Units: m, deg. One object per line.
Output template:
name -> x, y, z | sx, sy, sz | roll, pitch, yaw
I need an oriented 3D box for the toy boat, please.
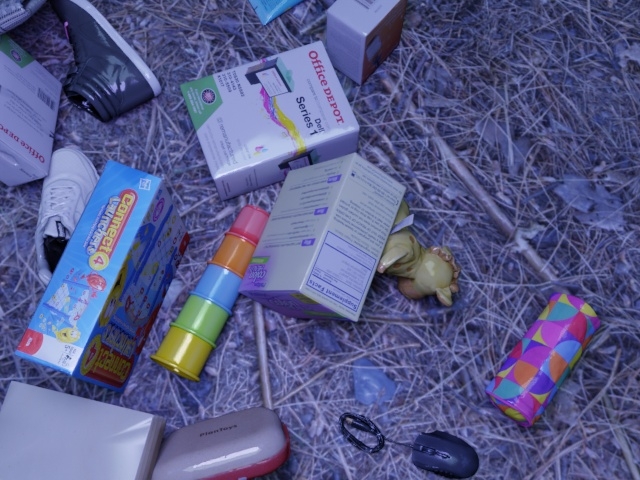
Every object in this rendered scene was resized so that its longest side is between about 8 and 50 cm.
toy boat -> -0.154, 0.371, 1.138 | 0.231, 0.151, 0.151 | -14, 103, -5

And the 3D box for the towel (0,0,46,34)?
towel -> -0.624, -0.393, 1.288 | 0.312, 0.056, 0.324 | -23, 35, 8

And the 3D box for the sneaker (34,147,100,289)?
sneaker -> -0.448, -0.038, 1.257 | 0.110, 0.118, 0.291 | -7, 72, -1

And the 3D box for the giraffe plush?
giraffe plush -> 0.154, 0.033, 1.229 | 0.171, 0.210, 0.181 | 34, 69, -21

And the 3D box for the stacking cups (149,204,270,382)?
stacking cups -> -0.183, 0.083, 1.242 | 0.096, 0.096, 0.316 | 22, 70, 6

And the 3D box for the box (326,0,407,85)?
box -> 0.085, -0.400, 1.344 | 0.091, 0.170, 0.130 | 38, 76, 12

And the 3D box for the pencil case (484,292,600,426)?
pencil case -> 0.376, 0.197, 1.205 | 0.104, 0.104, 0.236 | 38, 74, 10

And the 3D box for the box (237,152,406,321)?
box -> 0.000, 0.000, 1.185 | 0.117, 0.214, 0.242 | 31, 70, -27

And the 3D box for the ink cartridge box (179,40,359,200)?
ink cartridge box -> -0.090, -0.221, 1.315 | 0.278, 0.117, 0.201 | -20, 74, -7

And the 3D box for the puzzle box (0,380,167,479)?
puzzle box -> -0.412, 0.436, 1.066 | 0.272, 0.052, 0.408 | 9, 73, 19

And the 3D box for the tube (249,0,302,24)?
tube -> -0.044, -0.516, 1.445 | 0.207, 0.052, 0.080 | -29, 71, -4

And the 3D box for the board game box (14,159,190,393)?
board game box -> -0.321, 0.073, 1.124 | 0.086, 0.308, 0.301 | 19, 74, 4

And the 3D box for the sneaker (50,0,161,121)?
sneaker -> -0.453, -0.348, 1.355 | 0.147, 0.104, 0.295 | -42, 82, -17

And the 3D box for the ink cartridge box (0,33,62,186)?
ink cartridge box -> -0.554, -0.229, 1.260 | 0.093, 0.160, 0.219 | -14, 58, 18

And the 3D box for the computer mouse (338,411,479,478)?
computer mouse -> 0.146, 0.338, 1.186 | 0.242, 0.041, 0.071 | 15, 74, 5
